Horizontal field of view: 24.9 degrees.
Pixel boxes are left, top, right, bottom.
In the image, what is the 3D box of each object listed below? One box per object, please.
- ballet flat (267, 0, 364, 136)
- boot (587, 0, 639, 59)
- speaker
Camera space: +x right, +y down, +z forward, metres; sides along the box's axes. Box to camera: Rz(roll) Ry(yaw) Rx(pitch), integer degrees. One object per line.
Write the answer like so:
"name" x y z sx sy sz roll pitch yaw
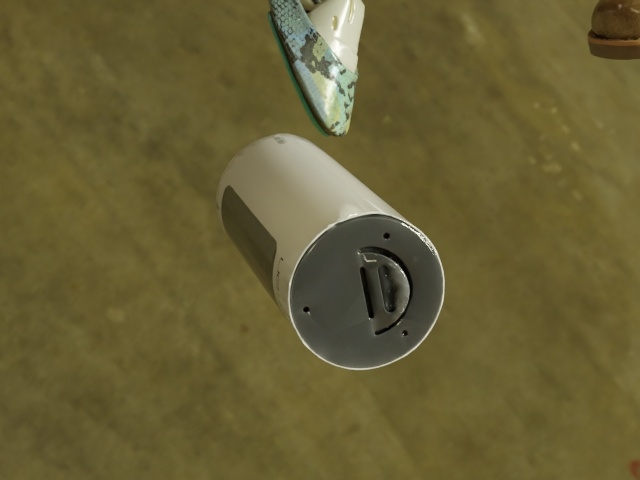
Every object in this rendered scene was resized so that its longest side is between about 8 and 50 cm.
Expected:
"ballet flat" -0.008 -0.160 0.946 0.070 0.070 0.188 -12 72 -44
"boot" 0.282 -0.217 0.918 0.305 0.112 0.115 -33 117 -14
"speaker" 0.000 0.000 0.534 0.055 0.055 0.136 26 8 -20
